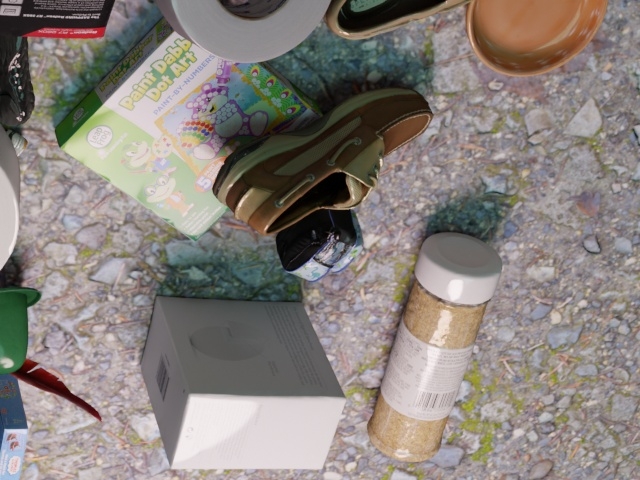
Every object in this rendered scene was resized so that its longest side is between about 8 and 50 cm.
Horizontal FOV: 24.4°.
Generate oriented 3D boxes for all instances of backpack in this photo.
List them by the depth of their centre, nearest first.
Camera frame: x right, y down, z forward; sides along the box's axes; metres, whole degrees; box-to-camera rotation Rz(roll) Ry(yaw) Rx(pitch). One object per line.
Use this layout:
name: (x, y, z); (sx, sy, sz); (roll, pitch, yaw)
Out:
backpack: (0.000, 0.000, 2.036); (0.084, 0.105, 0.114); (25, 125, -36)

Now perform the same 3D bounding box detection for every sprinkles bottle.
sprinkles bottle: (0.165, 0.162, 2.201); (0.121, 0.121, 0.355); (2, 124, -21)

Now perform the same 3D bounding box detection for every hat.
hat: (-0.420, 0.169, 1.918); (0.209, 0.183, 0.173); (-15, 169, 0)

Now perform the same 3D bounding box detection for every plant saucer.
plant saucer: (0.282, -0.311, 1.953); (0.200, 0.037, 0.200); (-10, 128, -13)

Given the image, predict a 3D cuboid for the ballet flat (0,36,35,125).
ballet flat: (-0.377, -0.220, 1.790); (0.058, 0.049, 0.173); (8, 120, 8)

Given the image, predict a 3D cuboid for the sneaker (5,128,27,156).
sneaker: (-0.407, -0.106, 1.866); (0.037, 0.032, 0.083); (39, 104, -19)

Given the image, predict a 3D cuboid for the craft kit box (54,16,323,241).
craft kit box: (-0.166, -0.151, 1.901); (0.250, 0.061, 0.247); (-44, 124, 14)

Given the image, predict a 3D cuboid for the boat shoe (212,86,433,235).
boat shoe: (0.018, -0.092, 1.912); (0.324, 0.120, 0.122); (-26, 156, -26)

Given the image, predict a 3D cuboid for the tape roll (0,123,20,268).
tape roll: (-0.508, -0.055, 1.796); (0.286, 0.100, 0.286); (-4, 126, -6)

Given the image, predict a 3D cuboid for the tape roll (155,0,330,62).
tape roll: (-0.091, -0.324, 1.753); (0.219, 0.072, 0.219); (-11, 114, -25)

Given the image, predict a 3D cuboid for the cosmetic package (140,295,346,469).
cosmetic package: (-0.113, 0.198, 2.061); (0.225, 0.224, 0.138); (3, 123, -21)

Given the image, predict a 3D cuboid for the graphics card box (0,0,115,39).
graphics card box: (-0.316, -0.339, 1.567); (0.233, 0.094, 0.371); (0, 161, -17)

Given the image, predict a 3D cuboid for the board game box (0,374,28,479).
board game box: (-0.447, 0.289, 2.049); (0.039, 0.160, 0.211); (2, 124, -22)

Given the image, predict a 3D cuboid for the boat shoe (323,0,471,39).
boat shoe: (0.162, -0.339, 1.822); (0.341, 0.110, 0.121); (-30, 105, 4)
